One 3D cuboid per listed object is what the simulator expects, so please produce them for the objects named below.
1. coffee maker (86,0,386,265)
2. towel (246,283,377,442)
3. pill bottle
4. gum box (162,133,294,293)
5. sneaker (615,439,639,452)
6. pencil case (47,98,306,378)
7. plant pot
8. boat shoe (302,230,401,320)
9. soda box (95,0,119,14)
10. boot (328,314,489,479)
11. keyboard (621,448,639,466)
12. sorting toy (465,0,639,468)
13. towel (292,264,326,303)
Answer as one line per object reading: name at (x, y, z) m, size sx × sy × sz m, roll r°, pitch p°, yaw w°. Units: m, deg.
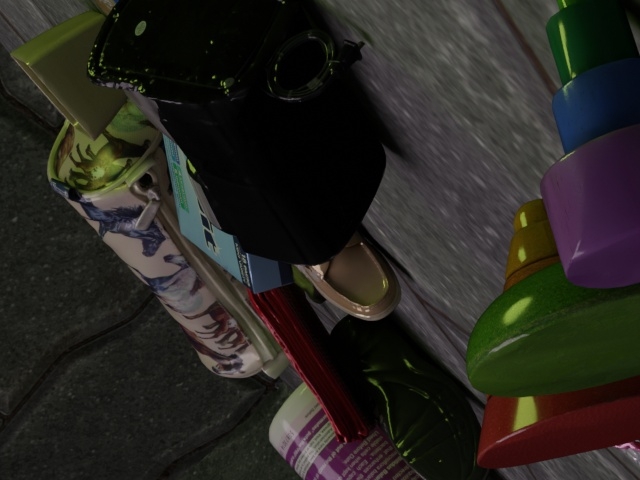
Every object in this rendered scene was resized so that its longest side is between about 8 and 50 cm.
coffee maker at (-0.033, -0.066, 1.028) m, size 0.171 × 0.120 × 0.178 m, roll 41°, pitch 171°, yaw 40°
towel at (-0.005, 0.117, 1.751) m, size 0.199 × 0.031 × 0.275 m, roll 58°, pitch -177°, yaw 5°
pill bottle at (0.094, 0.284, 2.008) m, size 0.301 × 0.169 × 0.169 m, roll 46°, pitch 173°, yaw 18°
gum box at (-0.086, -0.056, 1.458) m, size 0.184 × 0.041 × 0.157 m, roll -146°, pitch 43°, yaw -60°
sneaker at (0.186, 0.094, 0.938) m, size 0.119 × 0.047 × 0.057 m, roll 32°, pitch 149°, yaw 53°
pencil case at (-0.163, 0.002, 2.043) m, size 0.410 × 0.160 × 0.183 m, roll 54°, pitch -175°, yaw -42°
plant pot at (-0.248, -0.183, 1.786) m, size 0.109 × 0.096 × 0.109 m, roll 49°, pitch 173°, yaw -21°
boat shoe at (0.000, 0.000, 1.431) m, size 0.170 × 0.063 × 0.059 m, roll 45°, pitch 178°, yaw 28°
soda box at (-0.116, -0.178, 1.146) m, size 0.058 × 0.061 × 0.181 m, roll 50°, pitch 173°, yaw -28°
boot at (0.113, 0.187, 1.717) m, size 0.236 × 0.085 × 0.178 m, roll 50°, pitch 178°, yaw 36°
keyboard at (0.218, 0.141, 1.094) m, size 0.256 × 0.014 × 0.072 m, roll 42°, pitch 171°, yaw 36°
sorting toy at (0.111, -0.003, 0.722) m, size 0.365 × 0.127 × 0.126 m, roll 75°, pitch -179°, yaw -70°
towel at (-0.057, -0.033, 1.661) m, size 0.187 × 0.049 × 0.282 m, roll 45°, pitch 173°, yaw 15°
